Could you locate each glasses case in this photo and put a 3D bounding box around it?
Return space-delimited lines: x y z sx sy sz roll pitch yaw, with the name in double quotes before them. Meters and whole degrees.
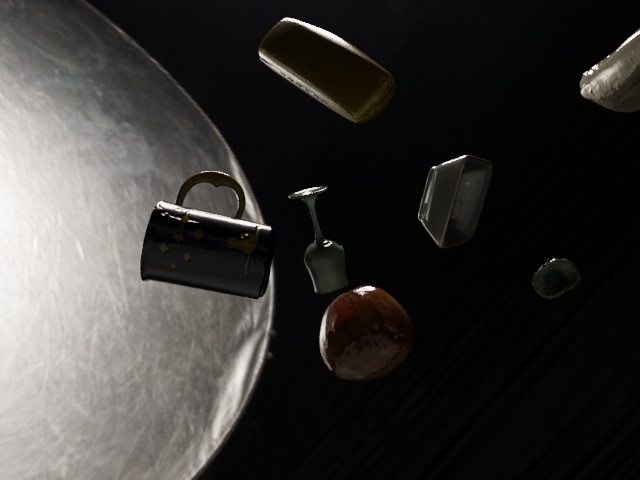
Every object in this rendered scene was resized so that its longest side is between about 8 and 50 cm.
"glasses case" 0.004 -0.223 0.705 0.234 0.079 0.064 43 -1 37

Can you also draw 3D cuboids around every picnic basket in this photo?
"picnic basket" 0.421 0.066 0.980 0.065 0.083 0.083 61 5 19

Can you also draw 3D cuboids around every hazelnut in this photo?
"hazelnut" 0.092 0.201 1.185 0.214 0.214 0.176 44 -2 35

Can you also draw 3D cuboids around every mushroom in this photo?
"mushroom" 0.690 -0.374 1.081 0.154 0.137 0.407 46 -14 4

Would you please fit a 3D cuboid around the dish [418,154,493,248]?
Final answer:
"dish" 0.237 -0.073 0.961 0.064 0.153 0.234 19 12 28

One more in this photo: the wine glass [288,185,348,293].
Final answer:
"wine glass" 0.000 0.000 1.041 0.079 0.079 0.195 -102 179 -78

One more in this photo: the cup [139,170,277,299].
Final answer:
"cup" -0.221 -0.016 1.156 0.257 0.254 0.178 11 5 -7
